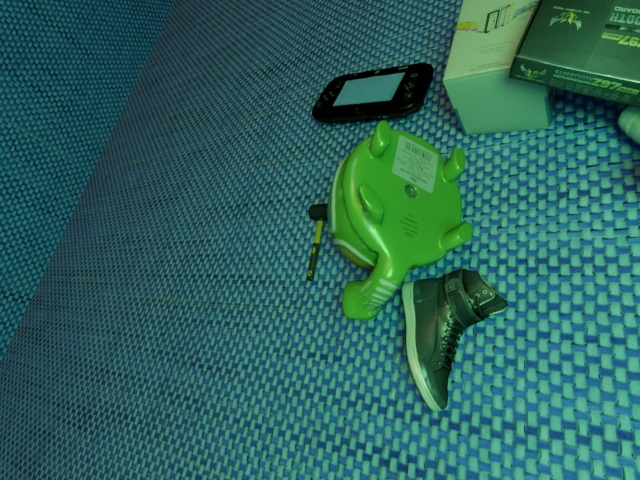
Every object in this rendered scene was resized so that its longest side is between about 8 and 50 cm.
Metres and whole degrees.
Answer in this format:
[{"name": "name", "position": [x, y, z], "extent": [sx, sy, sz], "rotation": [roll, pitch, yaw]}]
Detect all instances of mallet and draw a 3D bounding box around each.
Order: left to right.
[{"name": "mallet", "position": [0.000, 0.000, 0.930], "extent": [0.062, 0.039, 0.189], "rotation": [-9, 65, 28]}]

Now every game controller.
[{"name": "game controller", "position": [0.126, -0.376, 1.028], "extent": [0.319, 0.067, 0.166], "rotation": [9, 71, 37]}]

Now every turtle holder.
[{"name": "turtle holder", "position": [0.130, -0.030, 0.741], "extent": [0.227, 0.244, 0.320], "rotation": [-37, 63, 60]}]

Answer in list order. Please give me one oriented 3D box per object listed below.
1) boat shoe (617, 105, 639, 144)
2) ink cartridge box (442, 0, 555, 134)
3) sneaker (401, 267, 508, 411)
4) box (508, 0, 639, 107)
[{"name": "boat shoe", "position": [0.629, -0.281, 0.601], "extent": [0.367, 0.136, 0.156], "rotation": [-42, 39, 17]}, {"name": "ink cartridge box", "position": [0.363, -0.358, 0.783], "extent": [0.168, 0.171, 0.232], "rotation": [4, 67, 36]}, {"name": "sneaker", "position": [0.225, 0.151, 0.651], "extent": [0.164, 0.086, 0.226], "rotation": [-19, 54, 28]}, {"name": "box", "position": [0.432, -0.305, 0.593], "extent": [0.233, 0.059, 0.183], "rotation": [24, 83, 20]}]
